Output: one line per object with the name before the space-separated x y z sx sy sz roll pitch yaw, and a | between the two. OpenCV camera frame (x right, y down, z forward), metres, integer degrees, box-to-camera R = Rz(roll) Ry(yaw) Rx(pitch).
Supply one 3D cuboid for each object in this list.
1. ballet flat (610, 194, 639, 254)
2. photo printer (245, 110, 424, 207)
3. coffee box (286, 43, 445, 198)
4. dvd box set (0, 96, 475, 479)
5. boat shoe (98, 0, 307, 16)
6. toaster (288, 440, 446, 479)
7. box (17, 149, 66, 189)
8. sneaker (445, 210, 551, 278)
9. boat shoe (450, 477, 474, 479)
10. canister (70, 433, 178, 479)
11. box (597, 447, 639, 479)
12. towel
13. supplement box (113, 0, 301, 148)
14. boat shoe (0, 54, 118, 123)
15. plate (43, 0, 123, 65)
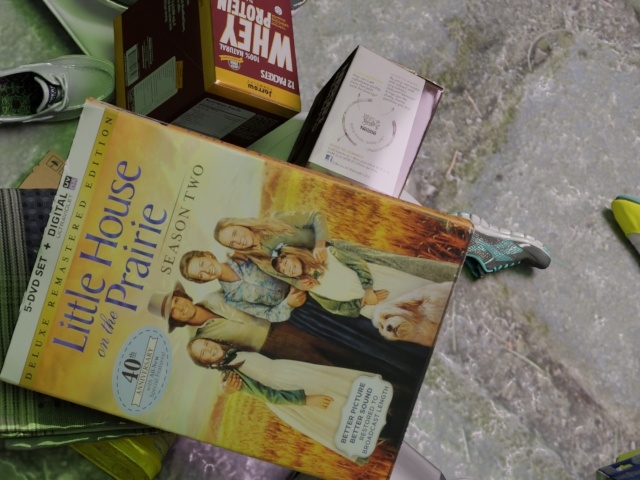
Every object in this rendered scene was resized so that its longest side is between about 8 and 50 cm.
ballet flat | 0.512 0.017 2.029 0.231 0.077 0.077 28 74 -14
photo printer | 0.000 0.000 1.761 0.307 0.107 0.256 42 58 -3
coffee box | 0.017 -0.054 1.623 0.119 0.168 0.297 27 67 -9
dvd box set | -0.086 0.060 1.455 0.420 0.062 0.307 19 95 -5
boat shoe | -0.152 -0.352 1.802 0.319 0.099 0.116 1 68 -27
toaster | 0.051 0.288 1.619 0.146 0.129 0.227 44 22 1
box | -0.288 0.008 1.669 0.201 0.021 0.164 37 57 -7
sneaker | 0.233 0.019 1.905 0.166 0.065 0.076 18 77 -14
boat shoe | 0.253 0.420 1.654 0.335 0.121 0.119 32 36 14
canister | -0.204 0.179 1.600 0.126 0.073 0.170 37 55 -4
box | 0.466 0.324 1.837 0.178 0.109 0.042 35 61 -8
towel | -0.270 0.081 1.568 0.312 0.056 0.324 0 57 -18
supplement box | -0.140 -0.213 1.690 0.129 0.194 0.191 15 59 -40
boat shoe | -0.340 -0.173 1.679 0.227 0.081 0.079 -11 107 -25
plate | -0.279 -0.378 1.839 0.278 0.045 0.277 49 57 2
